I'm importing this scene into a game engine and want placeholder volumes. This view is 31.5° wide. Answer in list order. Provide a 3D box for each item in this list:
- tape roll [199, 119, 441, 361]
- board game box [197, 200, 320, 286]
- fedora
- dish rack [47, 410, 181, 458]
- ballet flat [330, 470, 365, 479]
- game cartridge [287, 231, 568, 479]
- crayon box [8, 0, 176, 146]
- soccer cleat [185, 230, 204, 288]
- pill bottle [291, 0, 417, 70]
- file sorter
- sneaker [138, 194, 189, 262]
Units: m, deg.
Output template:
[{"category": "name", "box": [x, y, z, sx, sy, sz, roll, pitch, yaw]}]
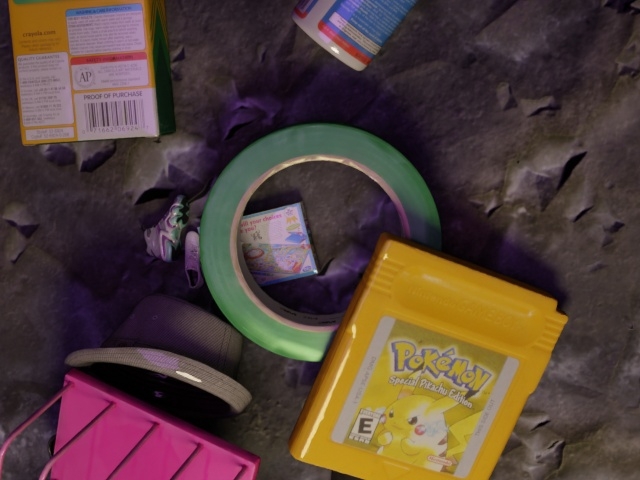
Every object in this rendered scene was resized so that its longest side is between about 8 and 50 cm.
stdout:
[{"category": "tape roll", "box": [0.000, 0.000, 1.527, 0.321, 0.077, 0.321, 0, 99, 0]}, {"category": "board game box", "box": [-0.086, 0.012, 1.598, 0.154, 0.026, 0.104, -13, 95, 12]}, {"category": "fedora", "box": [-0.210, 0.154, 1.569, 0.275, 0.243, 0.124, -10, 56, 47]}, {"category": "dish rack", "box": [-0.257, 0.381, 1.638, 0.208, 0.074, 0.272, -14, 98, 25]}, {"category": "ballet flat", "box": [0.078, 0.436, 1.587, 0.095, 0.096, 0.281, -16, 94, 13]}, {"category": "game cartridge", "box": [0.146, 0.181, 1.507, 0.285, 0.053, 0.324, 19, 104, -17]}, {"category": "crayon box", "box": [-0.320, -0.300, 1.574, 0.203, 0.083, 0.323, -2, 98, 11]}, {"category": "soccer cleat", "box": [-0.180, 0.029, 1.614, 0.029, 0.035, 0.083, -1, 98, 11]}, {"category": "pill bottle", "box": [0.074, -0.342, 1.469, 0.124, 0.124, 0.221, 40, 103, 4]}, {"category": "file sorter", "box": [-0.262, 0.346, 1.477, 0.290, 0.182, 0.202, 23, 121, 13]}, {"category": "sneaker", "box": [-0.228, -0.021, 1.617, 0.069, 0.038, 0.098, 10, 82, 25]}]
